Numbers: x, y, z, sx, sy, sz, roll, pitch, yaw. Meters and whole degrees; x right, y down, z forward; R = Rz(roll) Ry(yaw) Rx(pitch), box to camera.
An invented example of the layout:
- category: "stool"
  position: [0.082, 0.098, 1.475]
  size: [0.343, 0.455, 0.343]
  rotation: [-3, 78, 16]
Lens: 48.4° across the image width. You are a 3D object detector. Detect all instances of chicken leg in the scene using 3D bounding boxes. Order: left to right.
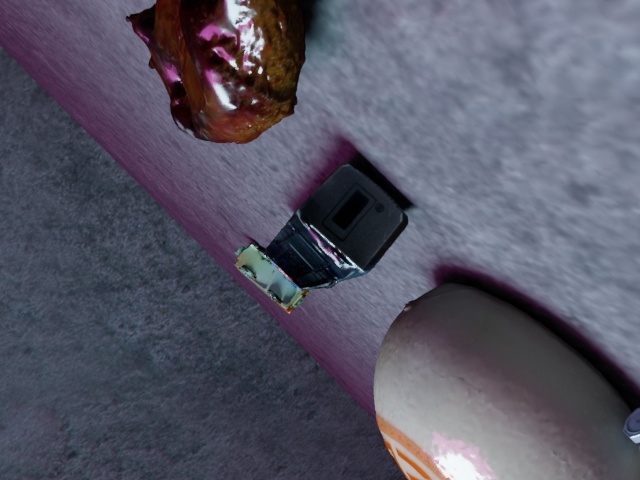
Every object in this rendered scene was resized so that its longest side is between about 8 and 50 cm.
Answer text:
- category: "chicken leg"
  position: [-0.062, -0.152, 0.478]
  size: [0.158, 0.096, 0.407]
  rotation: [64, 166, -1]

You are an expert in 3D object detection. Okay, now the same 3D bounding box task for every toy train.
- category: "toy train"
  position: [-0.110, 0.081, 1.580]
  size: [0.188, 0.072, 0.099]
  rotation: [40, 174, 16]
- category: "toy train"
  position: [0.000, 0.000, 0.819]
  size: [0.086, 0.089, 0.409]
  rotation: [42, 170, -2]

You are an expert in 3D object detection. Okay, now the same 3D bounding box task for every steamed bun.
- category: "steamed bun"
  position: [0.164, 0.186, 0.697]
  size: [0.283, 0.177, 0.283]
  rotation: [42, 168, 10]

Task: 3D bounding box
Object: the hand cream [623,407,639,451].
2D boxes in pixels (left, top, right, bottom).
- category: "hand cream"
  position: [0.312, 0.194, 0.562]
  size: [0.171, 0.043, 0.065]
  rotation: [40, 175, -6]
